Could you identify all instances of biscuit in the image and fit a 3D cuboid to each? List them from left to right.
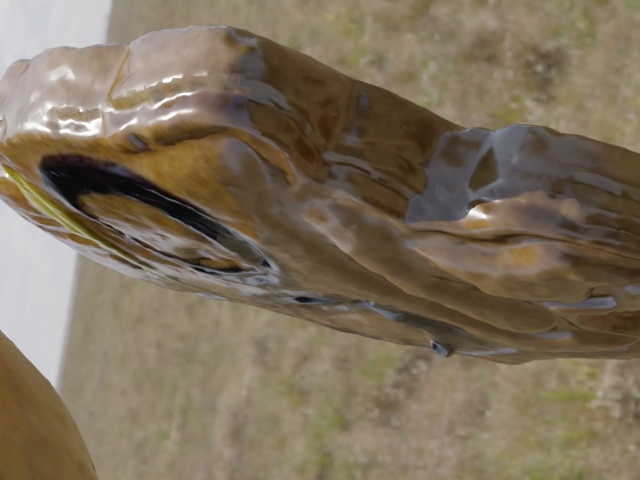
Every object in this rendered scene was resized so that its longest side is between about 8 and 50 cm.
[{"bbox_3d":[0.000,0.000,0.471,0.290,0.208,0.041,2,70,53],"label":"biscuit"}]

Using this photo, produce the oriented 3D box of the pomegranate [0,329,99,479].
[{"bbox_3d":[-0.245,0.157,0.583,0.338,0.338,0.338,-171,90,-82],"label":"pomegranate"}]
